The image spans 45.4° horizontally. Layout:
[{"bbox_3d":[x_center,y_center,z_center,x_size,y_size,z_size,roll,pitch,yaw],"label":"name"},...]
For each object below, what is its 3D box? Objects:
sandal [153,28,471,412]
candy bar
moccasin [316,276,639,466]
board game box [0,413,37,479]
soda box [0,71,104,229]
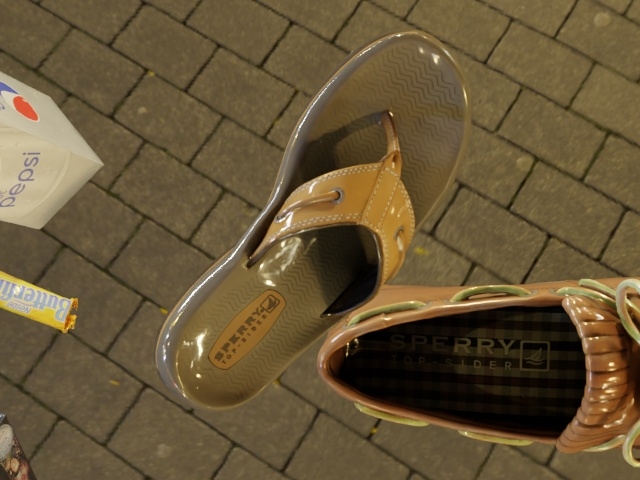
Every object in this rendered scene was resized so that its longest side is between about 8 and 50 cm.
[{"bbox_3d":[0.000,0.000,0.370,0.090,0.060,0.219,40,92,-22],"label":"sandal"},{"bbox_3d":[-0.298,0.049,0.733,0.018,0.161,0.040,-11,61,31],"label":"candy bar"},{"bbox_3d":[0.187,0.084,0.536,0.380,0.147,0.139,7,98,14],"label":"moccasin"},{"bbox_3d":[-0.424,0.349,0.902,0.042,0.165,0.243,5,39,11],"label":"board game box"},{"bbox_3d":[-0.294,-0.090,0.576,0.091,0.286,0.098,-43,74,7],"label":"soda box"}]
